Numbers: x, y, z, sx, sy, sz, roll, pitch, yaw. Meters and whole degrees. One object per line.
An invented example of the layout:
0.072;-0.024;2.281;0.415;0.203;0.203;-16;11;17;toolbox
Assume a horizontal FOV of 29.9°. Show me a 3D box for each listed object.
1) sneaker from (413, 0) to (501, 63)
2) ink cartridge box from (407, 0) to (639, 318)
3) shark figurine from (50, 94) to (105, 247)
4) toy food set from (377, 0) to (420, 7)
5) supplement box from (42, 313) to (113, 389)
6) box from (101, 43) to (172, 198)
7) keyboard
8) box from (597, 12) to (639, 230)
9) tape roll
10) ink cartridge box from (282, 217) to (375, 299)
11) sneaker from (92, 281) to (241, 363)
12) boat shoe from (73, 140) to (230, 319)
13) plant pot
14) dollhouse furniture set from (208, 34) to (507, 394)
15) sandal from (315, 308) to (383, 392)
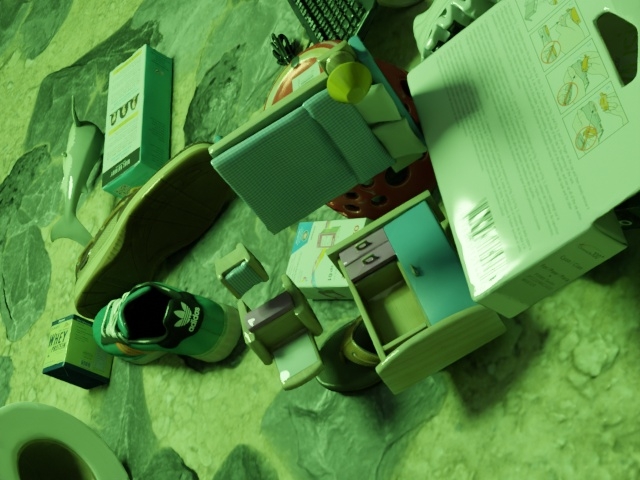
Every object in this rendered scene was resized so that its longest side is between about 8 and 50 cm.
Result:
0.211;-0.317;1.394;0.292;0.110;0.118;-47;32;19;sneaker
0.221;-0.116;1.122;0.261;0.066;0.296;-37;47;30;ink cartridge box
-0.367;-0.120;1.950;0.166;0.116;0.278;105;167;-45;shark figurine
0.174;-0.451;1.517;0.306;0.092;0.220;-22;53;41;toy food set
-0.356;0.166;1.771;0.056;0.083;0.083;-20;53;40;supplement box
-0.294;-0.190;1.928;0.100;0.060;0.244;-30;48;36;box
-0.010;-0.300;1.637;0.201;0.033;0.317;-65;26;24;keyboard
0.290;-0.123;1.146;0.322;0.058;0.232;-11;62;46;box
-0.387;0.357;1.564;0.169;0.246;0.246;-43;42;24;tape roll
0.021;0.023;1.447;0.122;0.052;0.088;-3;67;47;ink cartridge box
-0.243;0.105;1.646;0.302;0.121;0.108;-6;64;48;sneaker
-0.257;-0.033;1.751;0.342;0.123;0.123;-50;40;26;boat shoe
0.034;-0.132;1.428;0.191;0.174;0.191;-29;49;39;plant pot
0.000;0.000;1.211;0.286;0.303;0.198;-31;42;7;dollhouse furniture set
0.069;0.114;1.331;0.219;0.060;0.090;-14;58;44;sandal
